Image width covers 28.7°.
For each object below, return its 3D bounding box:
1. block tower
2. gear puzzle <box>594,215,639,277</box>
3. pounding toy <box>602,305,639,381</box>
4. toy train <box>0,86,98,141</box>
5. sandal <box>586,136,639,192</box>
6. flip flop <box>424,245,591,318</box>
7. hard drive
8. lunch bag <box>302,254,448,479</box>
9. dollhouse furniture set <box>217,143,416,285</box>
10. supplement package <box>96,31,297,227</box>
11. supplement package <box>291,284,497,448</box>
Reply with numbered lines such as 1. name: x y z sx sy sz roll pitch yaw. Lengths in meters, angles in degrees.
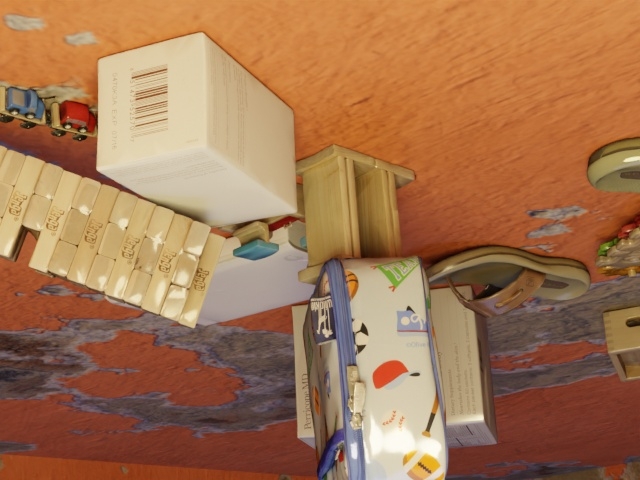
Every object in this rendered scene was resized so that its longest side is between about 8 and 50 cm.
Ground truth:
1. block tower: -0.253 -0.022 1.092 0.336 0.091 0.097 20 173 -5
2. gear puzzle: 0.434 -0.008 1.530 0.176 0.044 0.339 -3 164 -7
3. pounding toy: 0.524 0.147 1.945 0.141 0.100 0.130 -12 145 18
4. toy train: -0.223 -0.108 1.123 0.158 0.027 0.036 12 152 -40
5. sandal: 0.428 -0.051 1.281 0.303 0.086 0.120 0 157 13
6. flip flop: 0.242 0.064 1.638 0.277 0.080 0.112 8 158 -31
7. hard drive: -0.095 0.047 1.594 0.308 0.040 0.203 -16 158 35
8. lunch bag: 0.048 0.155 1.210 0.115 0.243 0.303 -3 162 -4
9. dollhouse furniture set: 0.000 0.000 1.324 0.129 0.129 0.184 14 154 -42
10. supplement package: -0.103 -0.088 1.081 0.105 0.105 0.179 -11 159 21
11. supplement package: 0.111 0.198 1.827 0.263 0.199 0.198 -7 161 12
